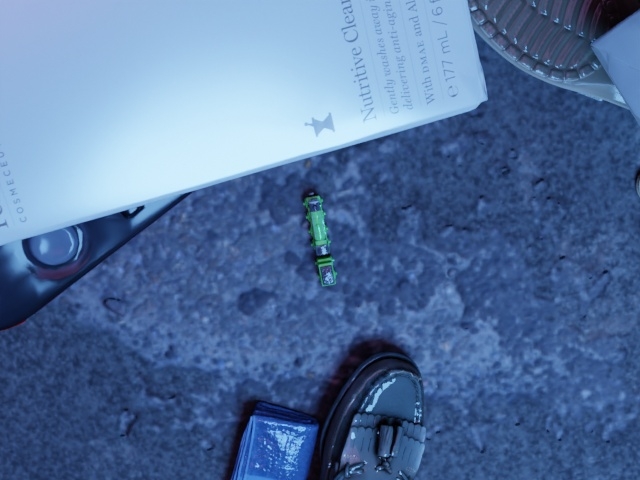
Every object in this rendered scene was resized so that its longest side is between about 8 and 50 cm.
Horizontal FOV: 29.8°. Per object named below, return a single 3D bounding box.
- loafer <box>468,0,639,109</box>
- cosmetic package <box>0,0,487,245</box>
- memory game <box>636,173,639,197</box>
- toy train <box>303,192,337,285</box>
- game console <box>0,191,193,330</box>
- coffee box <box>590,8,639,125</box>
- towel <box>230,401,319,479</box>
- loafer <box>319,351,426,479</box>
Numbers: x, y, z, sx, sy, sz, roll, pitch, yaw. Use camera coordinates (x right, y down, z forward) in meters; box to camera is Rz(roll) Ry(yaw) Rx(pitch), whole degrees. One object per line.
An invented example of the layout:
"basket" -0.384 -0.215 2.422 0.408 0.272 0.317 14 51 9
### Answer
"loafer" 0.218 -0.163 0.972 0.268 0.092 0.102 28 99 -11
"cosmetic package" -0.099 -0.158 0.872 0.385 0.156 0.217 -19 113 -9
"memory game" 0.366 -0.045 1.050 0.186 0.012 0.186 -1 103 -3
"toy train" 0.000 0.000 1.037 0.017 0.024 0.083 -11 104 0
"game console" -0.270 -0.143 0.942 0.342 0.060 0.386 -35 113 6
"coffee box" 0.376 -0.159 0.897 0.297 0.119 0.168 -31 90 -21
"towel" -0.045 0.209 1.083 0.067 0.029 0.119 14 102 -7
"loafer" 0.039 0.233 1.059 0.096 0.084 0.267 14 104 -21
